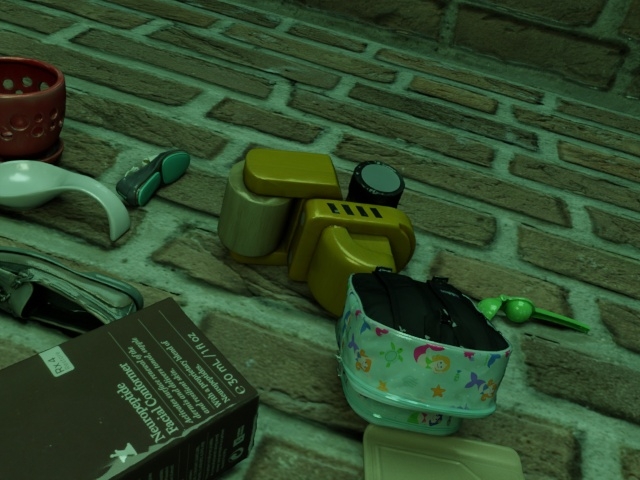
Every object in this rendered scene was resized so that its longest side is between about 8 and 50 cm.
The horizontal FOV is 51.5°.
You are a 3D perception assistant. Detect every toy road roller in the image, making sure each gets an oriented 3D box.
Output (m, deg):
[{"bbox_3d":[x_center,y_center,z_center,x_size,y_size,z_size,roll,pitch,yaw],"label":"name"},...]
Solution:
[{"bbox_3d":[0.000,0.000,1.118,0.329,0.203,0.241,5,45,-15],"label":"toy road roller"}]

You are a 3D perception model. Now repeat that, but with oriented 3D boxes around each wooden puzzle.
[{"bbox_3d":[0.159,0.330,0.802,0.220,0.044,0.239,12,26,-3],"label":"wooden puzzle"}]

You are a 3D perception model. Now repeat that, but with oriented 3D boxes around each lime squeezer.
[{"bbox_3d":[0.340,0.139,1.156,0.310,0.059,0.110,-8,39,-31],"label":"lime squeezer"}]

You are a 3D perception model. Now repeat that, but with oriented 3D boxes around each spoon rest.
[{"bbox_3d":[-0.469,-0.087,1.174,0.276,0.084,0.137,19,34,7],"label":"spoon rest"}]

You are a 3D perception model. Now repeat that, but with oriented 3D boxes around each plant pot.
[{"bbox_3d":[-0.588,-0.239,1.271,0.191,0.174,0.191,10,34,-7],"label":"plant pot"}]

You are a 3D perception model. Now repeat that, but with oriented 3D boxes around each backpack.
[{"bbox_3d":[0.132,0.153,0.905,0.225,0.191,0.253,12,6,-8],"label":"backpack"}]

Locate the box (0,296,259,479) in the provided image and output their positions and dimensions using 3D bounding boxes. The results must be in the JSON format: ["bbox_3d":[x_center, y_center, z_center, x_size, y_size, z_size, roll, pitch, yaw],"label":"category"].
[{"bbox_3d":[-0.273,0.226,0.709,0.381,0.143,0.191,-26,52,-36],"label":"box"}]

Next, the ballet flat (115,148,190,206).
[{"bbox_3d":[-0.333,-0.134,1.308,0.074,0.074,0.203,20,36,10],"label":"ballet flat"}]

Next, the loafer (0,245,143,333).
[{"bbox_3d":[-0.395,0.079,0.951,0.267,0.096,0.084,14,39,-4],"label":"loafer"}]
